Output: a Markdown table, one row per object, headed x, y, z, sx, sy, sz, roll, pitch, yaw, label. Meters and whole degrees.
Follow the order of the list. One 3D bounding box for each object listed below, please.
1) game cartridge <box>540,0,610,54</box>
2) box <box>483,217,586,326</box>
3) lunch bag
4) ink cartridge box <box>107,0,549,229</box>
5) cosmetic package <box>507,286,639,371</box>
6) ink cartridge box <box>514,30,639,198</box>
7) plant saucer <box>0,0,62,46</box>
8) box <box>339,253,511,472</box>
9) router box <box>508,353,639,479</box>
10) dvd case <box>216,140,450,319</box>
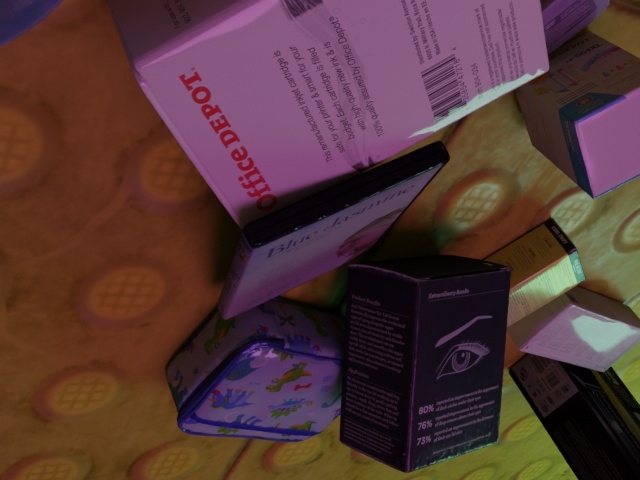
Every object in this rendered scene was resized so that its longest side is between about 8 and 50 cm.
| x | y | z | sx | sy | sz | roll | pitch | yaw | label |
| --- | --- | --- | --- | --- | --- | --- | --- | --- | --- |
| 0.221 | -0.207 | 0.756 | 0.083 | 0.017 | 0.056 | -38 | 145 | 12 | game cartridge |
| 0.211 | 0.071 | 1.030 | 0.232 | 0.058 | 0.087 | -33 | 142 | 6 | box |
| -0.053 | 0.156 | 0.945 | 0.219 | 0.090 | 0.176 | 20 | 125 | -42 | lunch bag |
| 0.012 | -0.154 | 0.607 | 0.273 | 0.114 | 0.198 | -28 | 142 | 1 | ink cartridge box |
| 0.366 | 0.123 | 1.179 | 0.239 | 0.060 | 0.099 | 19 | 121 | -43 | cosmetic package |
| 0.251 | -0.124 | 0.777 | 0.092 | 0.143 | 0.089 | -28 | 125 | 0 | ink cartridge box |
| -0.270 | -0.166 | 0.400 | 0.318 | 0.043 | 0.317 | -16 | 166 | -4 | plant saucer |
| 0.114 | 0.125 | 0.901 | 0.153 | 0.108 | 0.206 | -3 | 99 | -40 | box |
| 0.444 | 0.310 | 1.238 | 0.243 | 0.308 | 0.081 | 22 | 120 | -44 | router box |
| 0.000 | 0.000 | 0.747 | 0.181 | 0.022 | 0.253 | -24 | 168 | -18 | dvd case |
